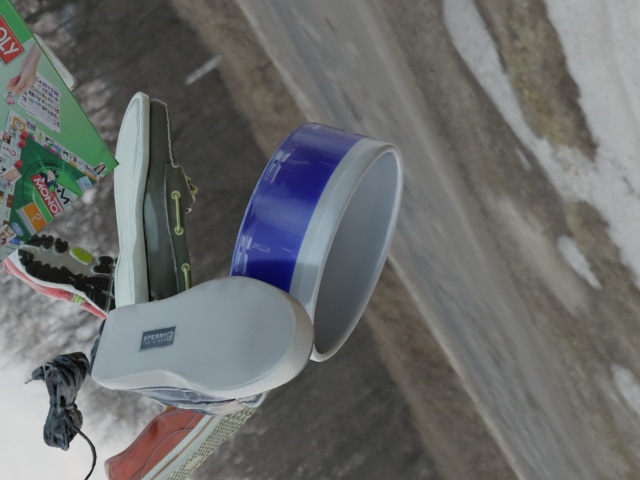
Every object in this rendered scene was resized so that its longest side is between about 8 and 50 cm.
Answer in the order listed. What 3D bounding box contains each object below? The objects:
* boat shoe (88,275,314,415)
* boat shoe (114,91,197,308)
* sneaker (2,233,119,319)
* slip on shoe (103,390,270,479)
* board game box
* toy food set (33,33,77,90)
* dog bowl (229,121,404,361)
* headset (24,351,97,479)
[{"bbox_3d":[-0.094,0.125,1.144,0.158,0.127,0.341,27,158,-39],"label":"boat shoe"},{"bbox_3d":[-0.208,-0.037,1.349,0.109,0.091,0.304,-21,68,62],"label":"boat shoe"},{"bbox_3d":[-0.411,0.068,1.810,0.279,0.107,0.118,32,152,-29],"label":"sneaker"},{"bbox_3d":[-0.179,0.250,1.520,0.101,0.331,0.123,44,176,19],"label":"slip on shoe"},{"bbox_3d":[-0.321,-0.098,0.893,0.046,0.213,0.317,39,164,32],"label":"board game box"},{"bbox_3d":[-0.415,-0.167,1.314,0.071,0.218,0.128,18,-148,-56],"label":"toy food set"},{"bbox_3d":[0.000,0.000,1.231,0.104,0.264,0.265,20,162,17],"label":"dog bowl"},{"bbox_3d":[-0.289,0.270,0.878,0.244,0.185,0.394,19,-144,3],"label":"headset"}]
